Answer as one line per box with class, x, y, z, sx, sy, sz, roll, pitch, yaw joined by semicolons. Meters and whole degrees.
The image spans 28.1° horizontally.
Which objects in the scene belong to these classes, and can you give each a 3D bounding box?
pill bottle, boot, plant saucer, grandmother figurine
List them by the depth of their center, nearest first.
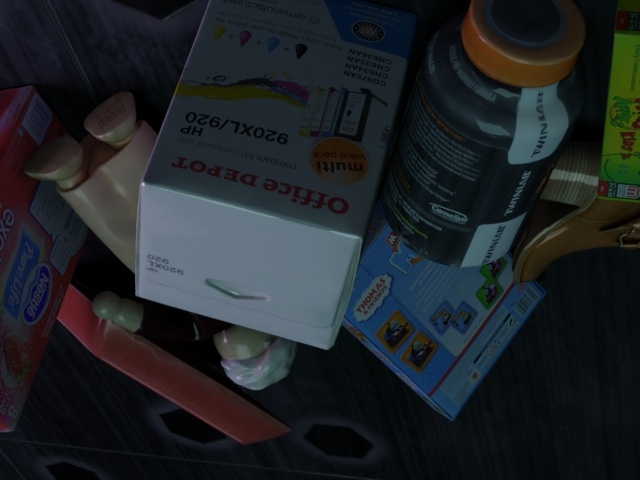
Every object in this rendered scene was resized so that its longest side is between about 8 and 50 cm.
pill bottle;0.132;-0.094;1.014;0.130;0.130;0.246;15;146;0
boot;0.256;-0.009;1.140;0.152;0.073;0.197;11;148;0
grandmother figurine;-0.125;0.017;1.251;0.208;0.104;0.342;-32;120;4
plant saucer;-0.184;0.131;1.412;0.258;0.048;0.259;36;175;-27

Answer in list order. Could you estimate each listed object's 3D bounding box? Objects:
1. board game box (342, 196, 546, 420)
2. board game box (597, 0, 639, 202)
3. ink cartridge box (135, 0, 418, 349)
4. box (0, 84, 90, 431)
board game box;0.106;0.049;1.207;0.211;0.160;0.039;45;169;-35
board game box;0.240;-0.121;0.967;0.043;0.092;0.181;6;144;12
ink cartridge box;-0.034;-0.065;1.029;0.171;0.233;0.168;14;146;2
box;-0.334;0.018;1.205;0.142;0.300;0.154;-5;141;25
